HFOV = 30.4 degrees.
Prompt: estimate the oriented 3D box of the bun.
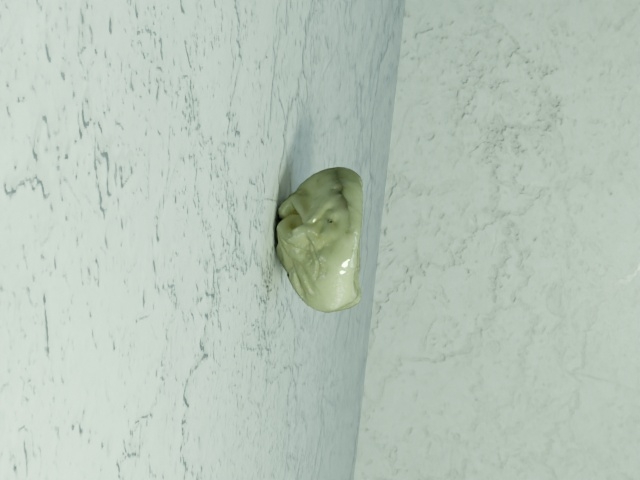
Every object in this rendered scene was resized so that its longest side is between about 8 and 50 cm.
[{"bbox_3d":[0.000,0.000,1.764,0.231,0.133,0.231,3,90,-89],"label":"bun"}]
